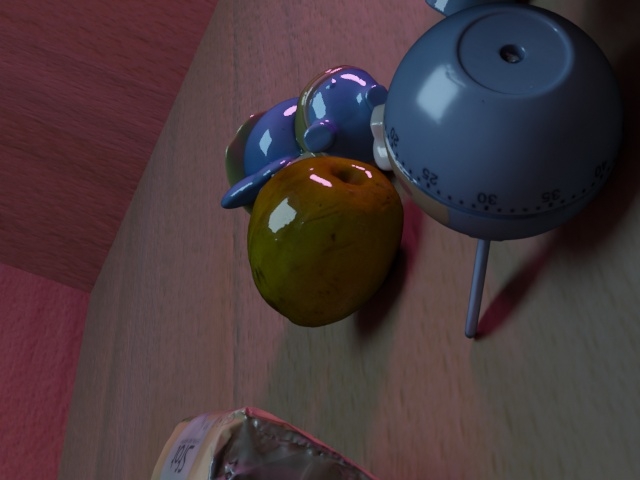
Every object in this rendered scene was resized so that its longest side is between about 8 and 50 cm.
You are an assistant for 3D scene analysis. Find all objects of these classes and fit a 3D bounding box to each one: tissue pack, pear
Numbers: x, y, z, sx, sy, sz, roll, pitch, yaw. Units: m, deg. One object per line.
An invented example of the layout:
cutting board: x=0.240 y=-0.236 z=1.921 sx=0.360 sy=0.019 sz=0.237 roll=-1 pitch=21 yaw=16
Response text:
tissue pack: x=-0.024 y=0.200 z=0.976 sx=0.090 sy=0.186 sz=0.222 roll=-60 pitch=11 yaw=-15
pear: x=0.000 y=0.000 z=1.237 sx=0.149 sy=0.149 sz=0.162 roll=-97 pitch=31 yaw=-61

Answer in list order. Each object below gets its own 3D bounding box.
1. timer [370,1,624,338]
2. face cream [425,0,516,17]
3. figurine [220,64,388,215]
timer: x=0.102 y=-0.056 z=0.916 sx=0.255 sy=0.175 sz=0.175 roll=130 pitch=156 yaw=-55
face cream: x=0.177 y=-0.304 z=1.139 sx=0.077 sy=0.077 sz=0.250 roll=-107 pitch=41 yaw=-67
figurine: x=-0.012 y=-0.090 z=1.400 sx=0.180 sy=0.154 sz=0.262 roll=-61 pitch=9 yaw=-13
